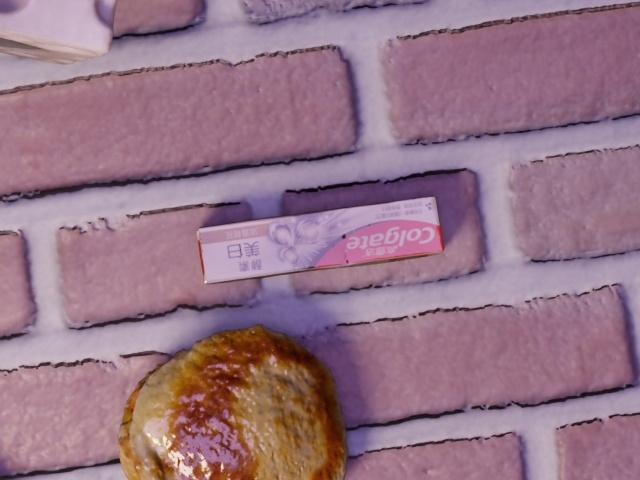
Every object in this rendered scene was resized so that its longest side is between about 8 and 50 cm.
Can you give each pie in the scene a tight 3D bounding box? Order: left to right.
[{"bbox_3d":[-0.074,0.172,1.724,0.205,0.084,0.179,-21,82,-18],"label":"pie"}]

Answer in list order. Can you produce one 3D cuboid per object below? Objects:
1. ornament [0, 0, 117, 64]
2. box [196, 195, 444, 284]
[{"bbox_3d":[-0.286,-0.284,1.625,0.239,0.240,0.240,11,90,-16],"label":"ornament"},{"bbox_3d":[0.000,0.000,1.760,0.218,0.039,0.055,-7,90,-2],"label":"box"}]
